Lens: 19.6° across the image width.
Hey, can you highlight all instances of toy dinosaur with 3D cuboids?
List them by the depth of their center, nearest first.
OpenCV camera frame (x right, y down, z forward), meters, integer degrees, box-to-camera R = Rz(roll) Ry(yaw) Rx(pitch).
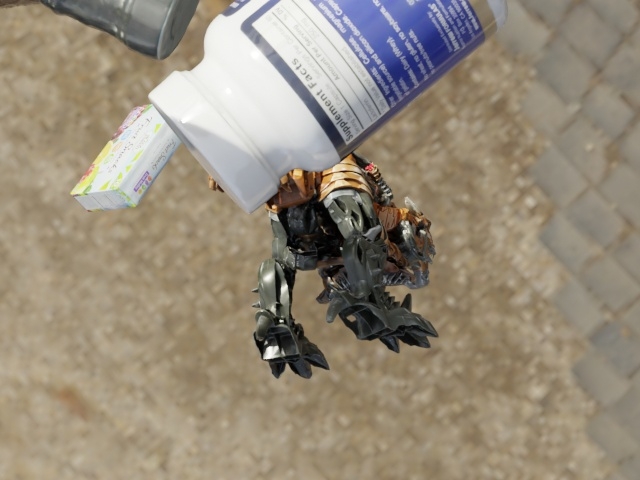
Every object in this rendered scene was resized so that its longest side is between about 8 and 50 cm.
[{"bbox_3d":[0.000,0.000,1.692,0.164,0.322,0.218,-30,55,48],"label":"toy dinosaur"}]

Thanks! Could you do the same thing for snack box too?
[{"bbox_3d":[-0.213,-0.097,2.122,0.100,0.141,0.037,-4,136,49],"label":"snack box"}]

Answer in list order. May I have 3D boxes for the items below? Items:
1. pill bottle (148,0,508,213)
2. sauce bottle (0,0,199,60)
[{"bbox_3d":[0.004,-0.150,1.459,0.153,0.265,0.153,50,177,4],"label":"pill bottle"},{"bbox_3d":[-0.235,-0.204,1.096,0.344,0.111,0.111,25,141,6],"label":"sauce bottle"}]
